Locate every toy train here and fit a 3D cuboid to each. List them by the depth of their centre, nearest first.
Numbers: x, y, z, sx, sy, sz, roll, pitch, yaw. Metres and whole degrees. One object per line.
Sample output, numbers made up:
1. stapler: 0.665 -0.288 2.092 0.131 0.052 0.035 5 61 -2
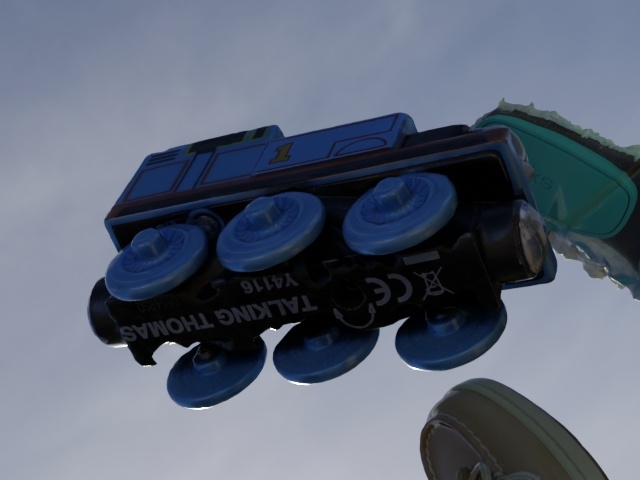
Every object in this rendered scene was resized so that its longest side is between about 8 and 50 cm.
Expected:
1. toy train: 0.000 0.000 0.613 0.080 0.184 0.105 64 -152 -29

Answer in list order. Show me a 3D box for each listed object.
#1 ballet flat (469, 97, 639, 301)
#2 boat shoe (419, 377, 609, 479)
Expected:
1. ballet flat: 0.310 -0.012 1.477 0.147 0.409 0.147 -34 -37 -31
2. boat shoe: 0.112 0.185 0.798 0.089 0.285 0.104 -14 -43 -21
